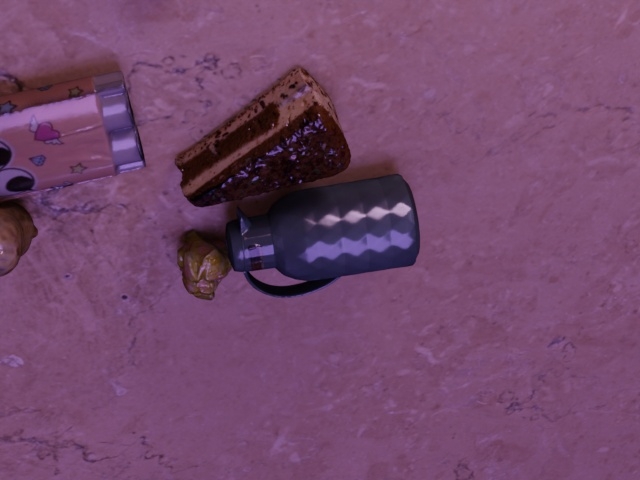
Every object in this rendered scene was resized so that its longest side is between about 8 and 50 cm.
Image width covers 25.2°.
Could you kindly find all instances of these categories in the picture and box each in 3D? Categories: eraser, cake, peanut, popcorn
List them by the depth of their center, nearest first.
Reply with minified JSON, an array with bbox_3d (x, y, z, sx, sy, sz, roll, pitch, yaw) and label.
[{"bbox_3d":[-0.395,-0.137,1.934,0.291,0.087,0.171,-13,144,-5],"label":"eraser"},{"bbox_3d":[-0.446,-0.008,1.993,0.100,0.214,0.099,1,102,5],"label":"peanut"},{"bbox_3d":[-0.072,-0.119,2.048,0.246,0.112,0.135,-35,139,19],"label":"cake"},{"bbox_3d":[-0.179,0.041,2.204,0.089,0.109,0.096,20,94,2],"label":"popcorn"}]

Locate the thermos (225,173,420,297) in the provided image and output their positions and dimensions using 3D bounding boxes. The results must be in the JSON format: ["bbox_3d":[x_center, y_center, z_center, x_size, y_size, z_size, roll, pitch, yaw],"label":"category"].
[{"bbox_3d":[0.000,0.000,2.179,0.287,0.145,0.182,-10,129,-6],"label":"thermos"}]
